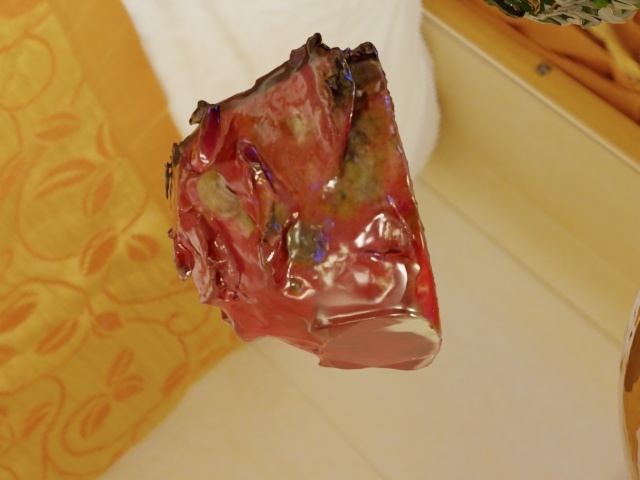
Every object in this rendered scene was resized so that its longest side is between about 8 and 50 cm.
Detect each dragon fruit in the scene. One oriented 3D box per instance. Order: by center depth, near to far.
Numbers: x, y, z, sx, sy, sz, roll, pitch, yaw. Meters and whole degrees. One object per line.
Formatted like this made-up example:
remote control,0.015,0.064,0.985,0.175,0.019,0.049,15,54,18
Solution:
dragon fruit,0.000,0.000,0.700,0.163,0.189,0.262,-37,152,-14

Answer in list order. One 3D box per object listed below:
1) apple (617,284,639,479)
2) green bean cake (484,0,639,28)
apple,0.239,0.062,0.430,0.253,0.253,0.254,-36,151,-23
green bean cake,0.063,-0.252,0.366,0.218,0.335,0.319,-43,-174,1
